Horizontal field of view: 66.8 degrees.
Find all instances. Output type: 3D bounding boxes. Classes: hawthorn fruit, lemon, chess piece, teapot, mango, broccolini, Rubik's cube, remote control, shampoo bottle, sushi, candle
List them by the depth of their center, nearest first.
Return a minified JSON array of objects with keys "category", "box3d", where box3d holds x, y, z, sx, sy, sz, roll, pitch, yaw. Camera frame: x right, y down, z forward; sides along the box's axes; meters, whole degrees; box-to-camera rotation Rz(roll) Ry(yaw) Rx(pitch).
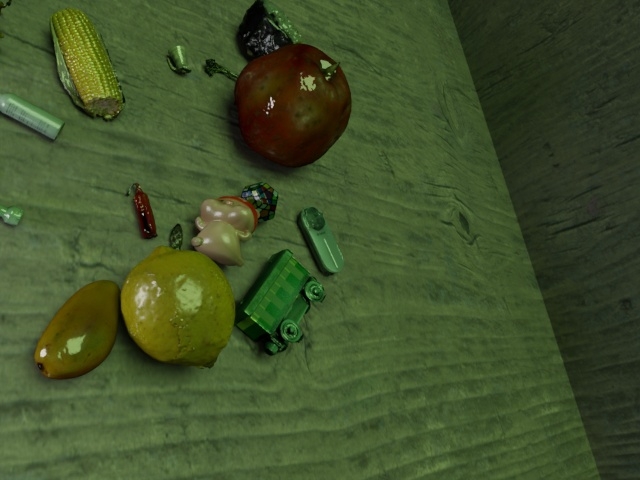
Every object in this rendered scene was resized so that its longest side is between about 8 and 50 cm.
[{"category":"chess piece","box3d":[-0.714,-0.071,1.063,0.103,0.067,0.067,29,51,-38]},{"category":"mango","box3d":[-0.512,0.192,1.063,0.138,0.113,0.253,34,42,-18]},{"category":"lemon","box3d":[-0.329,0.161,1.143,0.253,0.253,0.310,-25,92,-45]},{"category":"shampoo bottle","box3d":[-0.731,-0.319,1.180,0.195,0.056,0.056,31,51,-27]},{"category":"candle","box3d":[-0.474,-0.080,1.291,0.053,0.048,0.162,29,41,-73]},{"category":"Rubik's cube","box3d":[-0.190,-0.117,1.502,0.111,0.133,0.133,12,57,-7]},{"category":"teapot","box3d":[-0.454,-0.576,1.562,0.067,0.057,0.083,-21,85,-7]},{"category":"hawthorn fruit","box3d":[-0.072,-0.460,1.593,0.402,0.402,0.403,20,56,-32]},{"category":"remote control","box3d":[0.000,0.000,1.647,0.104,0.052,0.247,-16,79,-46]},{"category":"broccolini","box3d":[-0.311,-0.581,1.685,0.194,0.054,0.052,11,28,-29]},{"category":"sushi","box3d":[-0.157,-0.721,1.806,0.350,0.171,0.211,52,27,-3]}]

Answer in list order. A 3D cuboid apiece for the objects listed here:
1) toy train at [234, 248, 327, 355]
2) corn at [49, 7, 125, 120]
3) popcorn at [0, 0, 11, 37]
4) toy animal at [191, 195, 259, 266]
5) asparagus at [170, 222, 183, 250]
[{"category":"toy train","box3d":[-0.117,0.182,1.405,0.202,0.120,0.301,42,47,-11]},{"category":"corn","box3d":[-0.632,-0.478,1.318,0.305,0.122,0.123,67,17,5]},{"category":"popcorn","box3d":[-0.826,-0.512,1.141,0.195,0.173,0.168,-111,180,-46]},{"category":"toy animal","box3d":[-0.263,-0.036,1.367,0.171,0.171,0.198,31,58,-25]},{"category":"asparagus","box3d":[-0.392,0.028,1.308,0.036,0.030,0.165,9,62,-26]}]
